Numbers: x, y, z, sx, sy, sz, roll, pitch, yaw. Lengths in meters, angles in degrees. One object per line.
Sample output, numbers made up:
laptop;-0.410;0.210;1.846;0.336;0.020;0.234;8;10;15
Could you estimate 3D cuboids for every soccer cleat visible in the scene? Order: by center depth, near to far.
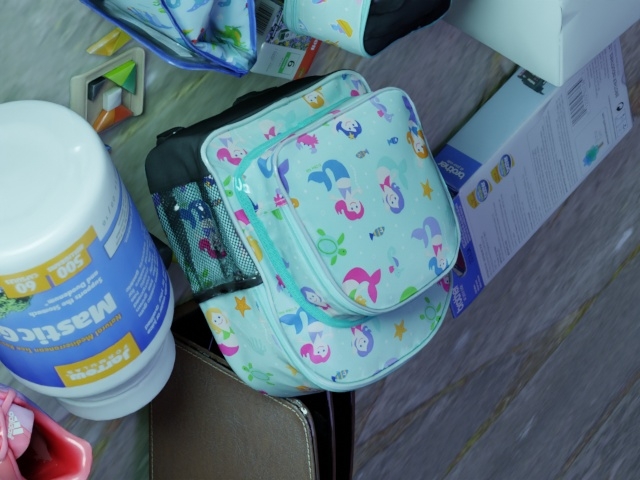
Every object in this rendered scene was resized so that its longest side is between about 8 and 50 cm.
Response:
soccer cleat;-0.289;0.131;1.526;0.318;0.116;0.108;45;50;-61

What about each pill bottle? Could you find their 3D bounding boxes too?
pill bottle;-0.201;0.028;1.545;0.152;0.152;0.272;-46;147;-17

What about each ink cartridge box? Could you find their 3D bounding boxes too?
ink cartridge box;-0.023;-0.172;1.724;0.115;0.029;0.063;5;114;-55
ink cartridge box;0.208;-0.082;2.100;0.311;0.065;0.186;-48;148;-18

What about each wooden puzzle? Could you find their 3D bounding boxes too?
wooden puzzle;-0.169;-0.115;1.590;0.078;0.014;0.116;-35;143;-31

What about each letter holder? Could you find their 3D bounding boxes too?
letter holder;-0.035;0.214;1.855;0.152;0.214;0.302;-27;131;-39

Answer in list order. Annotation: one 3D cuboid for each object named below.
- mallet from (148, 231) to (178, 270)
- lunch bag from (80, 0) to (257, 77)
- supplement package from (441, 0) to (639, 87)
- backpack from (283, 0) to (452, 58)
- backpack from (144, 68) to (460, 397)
mallet;-0.120;0.018;1.736;0.190;0.062;0.039;17;104;-58
lunch bag;-0.117;-0.192;1.477;0.096;0.129;0.151;-49;150;-10
supplement package;0.246;-0.316;1.823;0.293;0.175;0.177;-40;147;-25
backpack;0.038;-0.241;1.622;0.188;0.144;0.166;-52;160;-56
backpack;0.000;0.000;1.667;0.225;0.191;0.253;-29;105;-41
